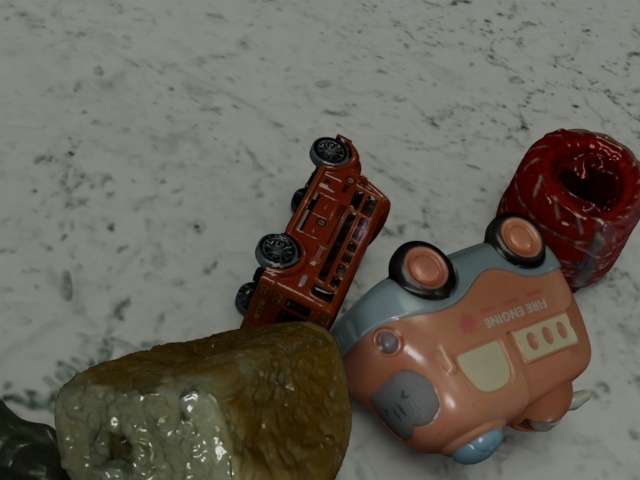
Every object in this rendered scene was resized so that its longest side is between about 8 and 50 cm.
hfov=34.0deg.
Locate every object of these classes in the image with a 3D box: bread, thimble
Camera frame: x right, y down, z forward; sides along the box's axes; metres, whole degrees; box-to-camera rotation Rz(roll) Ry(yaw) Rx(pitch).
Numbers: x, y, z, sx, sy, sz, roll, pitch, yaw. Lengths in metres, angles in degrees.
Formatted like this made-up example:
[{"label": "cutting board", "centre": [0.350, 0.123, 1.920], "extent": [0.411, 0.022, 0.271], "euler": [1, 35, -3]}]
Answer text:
[{"label": "bread", "centre": [-0.098, 0.176, 0.904], "extent": [0.246, 0.196, 0.176], "euler": [-15, 95, -59]}, {"label": "thimble", "centre": [0.314, -0.045, 1.310], "extent": [0.163, 0.125, 0.189], "euler": [24, 47, 5]}]

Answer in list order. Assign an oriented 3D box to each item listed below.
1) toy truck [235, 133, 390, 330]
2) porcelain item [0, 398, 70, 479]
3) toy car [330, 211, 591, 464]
[{"label": "toy truck", "centre": [0.000, 0.000, 1.169], "extent": [0.114, 0.107, 0.252], "euler": [26, 48, 2]}, {"label": "porcelain item", "centre": [-0.271, 0.191, 0.930], "extent": [0.216, 0.069, 0.081], "euler": [33, 41, 10]}, {"label": "toy car", "centre": [0.153, 0.116, 1.087], "extent": [0.271, 0.180, 0.212], "euler": [-15, 67, -31]}]
